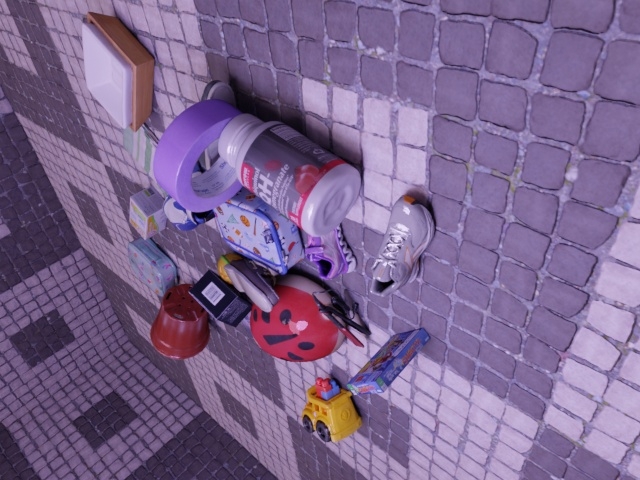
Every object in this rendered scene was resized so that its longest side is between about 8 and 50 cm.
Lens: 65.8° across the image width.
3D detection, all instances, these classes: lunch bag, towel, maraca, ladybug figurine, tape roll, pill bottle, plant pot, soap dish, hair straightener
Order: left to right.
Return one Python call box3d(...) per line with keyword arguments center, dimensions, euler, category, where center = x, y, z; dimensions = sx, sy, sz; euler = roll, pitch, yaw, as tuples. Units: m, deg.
box3d(center=(-0.611, -0.509, 1.508), dimensions=(0.229, 0.118, 0.291), euler=(47, 147, 8), category="soap dish")
box3d(center=(-0.608, -0.292, 1.785), dimensions=(0.325, 0.038, 0.248), euler=(48, 148, 7), category="towel")
box3d(center=(-0.785, 0.118, 2.326), dimensions=(0.279, 0.108, 0.224), euler=(38, 140, 19), category="lunch bag")
box3d(center=(-0.614, 0.348, 2.218), dimensions=(0.272, 0.272, 0.265), euler=(42, 137, 16), category="plant pot")
box3d(center=(-0.275, -0.207, 1.234), dimensions=(0.090, 0.274, 0.275), euler=(38, 144, 20), category="tape roll")
box3d(center=(-0.303, 0.104, 1.733), dimensions=(0.127, 0.099, 0.186), euler=(52, 172, 8), category="maraca")
box3d(center=(-0.182, -0.032, 1.439), dimensions=(0.303, 0.115, 0.243), euler=(26, 141, 37), category="lunch bag")
box3d(center=(-0.080, -0.161, 1.126), dimensions=(0.318, 0.176, 0.176), euler=(36, 144, 24), category="pill bottle")
box3d(center=(-0.092, 0.260, 1.555), dimensions=(0.305, 0.162, 0.449), euler=(54, 147, -2), category="ladybug figurine")
box3d(center=(0.063, 0.203, 1.376), dimensions=(0.230, 0.089, 0.047), euler=(43, 158, -24), category="hair straightener")

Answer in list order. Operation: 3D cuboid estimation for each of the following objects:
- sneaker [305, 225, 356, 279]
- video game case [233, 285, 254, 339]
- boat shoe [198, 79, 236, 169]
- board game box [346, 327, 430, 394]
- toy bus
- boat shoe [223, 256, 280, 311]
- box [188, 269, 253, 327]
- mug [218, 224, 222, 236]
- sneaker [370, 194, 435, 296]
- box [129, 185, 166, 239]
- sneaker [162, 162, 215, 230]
box3d(center=(0.000, 0.000, 1.249), dimensions=(0.095, 0.104, 0.237), euler=(-5, 116, 54), category="sneaker")
box3d(center=(-0.281, 0.279, 1.934), dimensions=(0.196, 0.026, 0.274), euler=(-6, 115, 53), category="video game case")
box3d(center=(-0.300, -0.308, 1.319), dimensions=(0.099, 0.116, 0.319), euler=(40, 151, 12), category="boat shoe")
box3d(center=(0.170, 0.302, 1.234), dimensions=(0.035, 0.201, 0.136), euler=(53, 148, -2), category="board game box")
box3d(center=(0.017, 0.573, 1.750), dimensions=(0.220, 0.149, 0.212), euler=(-1, 107, 54), category="toy bus")
box3d(center=(-0.193, 0.118, 1.479), dimensions=(0.324, 0.096, 0.117), euler=(22, 140, 60), category="boat shoe")
box3d(center=(-0.346, 0.210, 1.754), dimensions=(0.153, 0.108, 0.207), euler=(39, 172, 20), category="box")
box3d(center=(-0.300, -0.054, 1.624), dimensions=(0.062, 0.078, 0.064), euler=(-125, 17, -77), category="mug")
box3d(center=(0.164, 0.027, 1.055), dimensions=(0.099, 0.121, 0.263), euler=(31, 141, 29), category="sneaker")
box3d(center=(-0.699, -0.108, 2.008), dimensions=(0.114, 0.103, 0.203), euler=(48, 147, 7), category="box")
box3d(center=(-0.420, -0.103, 1.626), dimensions=(0.182, 0.127, 0.316), euler=(53, 148, 20), category="sneaker")
